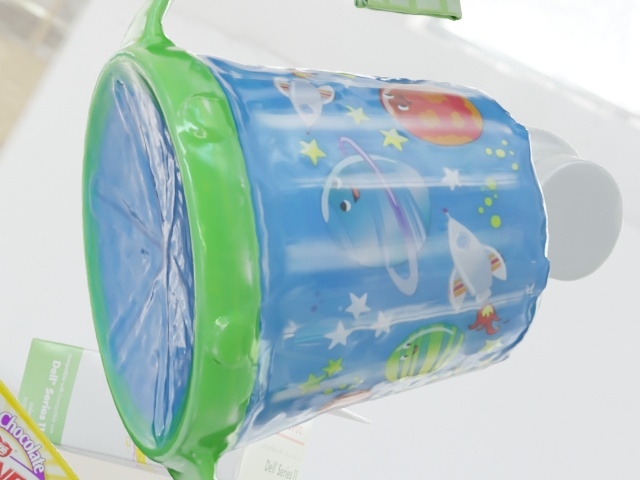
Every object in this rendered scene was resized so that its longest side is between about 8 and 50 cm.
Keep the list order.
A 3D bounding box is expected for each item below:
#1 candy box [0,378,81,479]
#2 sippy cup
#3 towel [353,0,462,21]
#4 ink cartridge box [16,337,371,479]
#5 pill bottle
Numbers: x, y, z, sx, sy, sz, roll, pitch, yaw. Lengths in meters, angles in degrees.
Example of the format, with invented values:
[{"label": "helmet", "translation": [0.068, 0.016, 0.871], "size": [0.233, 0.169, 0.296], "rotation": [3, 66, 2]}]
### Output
[{"label": "candy box", "translation": [-0.230, 0.176, 1.373], "size": [0.206, 0.105, 0.027], "rotation": [53, -24, -12]}, {"label": "sippy cup", "translation": [0.000, 0.000, 1.111], "size": [0.224, 0.305, 0.240], "rotation": [-5, 29, -21]}, {"label": "towel", "translation": [0.069, -0.257, 1.575], "size": [0.113, 0.152, 0.023], "rotation": [1, -11, -36]}, {"label": "ink cartridge box", "translation": [-0.142, 0.212, 2.191], "size": [0.353, 0.119, 0.207], "rotation": [10, -10, 21]}, {"label": "pill bottle", "translation": [0.127, -0.032, 1.444], "size": [0.117, 0.118, 0.208], "rotation": [31, -6, -32]}]
